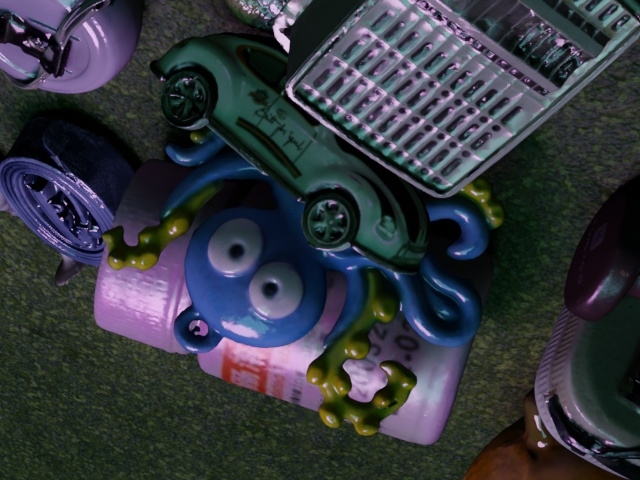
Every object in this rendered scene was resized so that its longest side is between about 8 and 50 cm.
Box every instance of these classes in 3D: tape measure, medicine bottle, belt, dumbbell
[{"bbox_3d":[0.349,0.157,1.581,0.235,0.207,0.115,28,153,-7],"label":"tape measure"},{"bbox_3d":[-0.264,-0.222,1.491,0.178,0.105,0.196,19,142,3],"label":"tape measure"},{"bbox_3d":[-0.027,0.059,1.632,0.388,0.219,0.219,18,144,4],"label":"medicine bottle"},{"bbox_3d":[-0.276,-0.058,1.723,0.141,0.082,0.190,-2,139,32],"label":"belt"},{"bbox_3d":[0.360,0.051,1.500,0.225,0.140,0.124,24,148,-6],"label":"dumbbell"}]

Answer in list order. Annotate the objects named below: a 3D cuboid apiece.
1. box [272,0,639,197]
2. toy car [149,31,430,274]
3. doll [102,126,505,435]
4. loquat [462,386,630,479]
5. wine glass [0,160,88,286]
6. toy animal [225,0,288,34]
[{"bbox_3d":[0.117,-0.191,1.243,0.220,0.166,0.290,33,128,-22],"label":"box"},{"bbox_3d":[-0.012,-0.094,1.380,0.306,0.125,0.136,39,-168,19],"label":"toy car"},{"bbox_3d":[0.000,0.000,1.481,0.346,0.341,0.099,48,180,5],"label":"doll"},{"bbox_3d":[0.297,0.311,1.719,0.328,0.328,0.359,-4,121,31],"label":"loquat"},{"bbox_3d":[-0.375,-0.053,1.794,0.074,0.074,0.262,-18,128,41],"label":"wine glass"},{"bbox_3d":[-0.030,-0.223,1.387,0.098,0.098,0.137,-1,151,27],"label":"toy animal"}]
